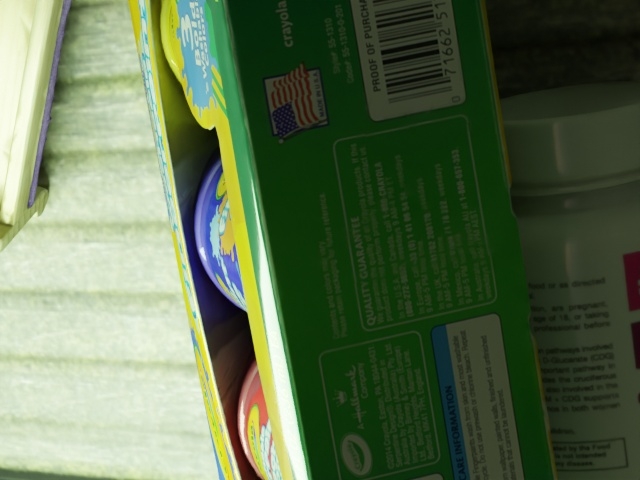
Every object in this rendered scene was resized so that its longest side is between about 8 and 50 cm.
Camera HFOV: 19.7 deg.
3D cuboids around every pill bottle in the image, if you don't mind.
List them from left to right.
[{"bbox_3d":[0.180,0.045,1.223,0.160,0.160,0.283,0,106,37],"label":"pill bottle"}]

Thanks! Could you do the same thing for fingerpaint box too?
[{"bbox_3d":[0.000,0.000,1.223,0.371,0.163,0.444,-145,44,-73],"label":"fingerpaint box"}]

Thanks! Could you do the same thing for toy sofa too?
[{"bbox_3d":[-0.275,-0.190,1.521,0.150,0.177,0.362,17,117,5],"label":"toy sofa"}]
